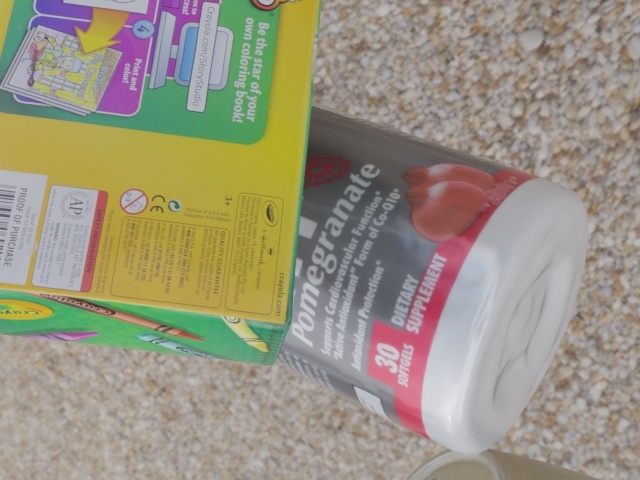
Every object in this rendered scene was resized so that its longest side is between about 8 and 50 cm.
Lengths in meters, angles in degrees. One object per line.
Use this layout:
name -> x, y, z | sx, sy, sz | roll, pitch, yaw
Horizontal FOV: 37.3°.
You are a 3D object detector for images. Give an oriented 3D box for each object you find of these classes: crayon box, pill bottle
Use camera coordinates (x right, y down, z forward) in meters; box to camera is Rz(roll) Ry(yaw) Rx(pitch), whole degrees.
crayon box -> -0.087, -0.085, 0.507 | 0.165, 0.278, 0.081 | 7, 159, -5
pill bottle -> 0.000, 0.000, 0.645 | 0.319, 0.176, 0.176 | 22, 130, 29

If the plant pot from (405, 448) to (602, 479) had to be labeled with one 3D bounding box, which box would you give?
plant pot -> 0.176, 0.274, 0.687 | 0.274, 0.256, 0.256 | 39, 142, -21
